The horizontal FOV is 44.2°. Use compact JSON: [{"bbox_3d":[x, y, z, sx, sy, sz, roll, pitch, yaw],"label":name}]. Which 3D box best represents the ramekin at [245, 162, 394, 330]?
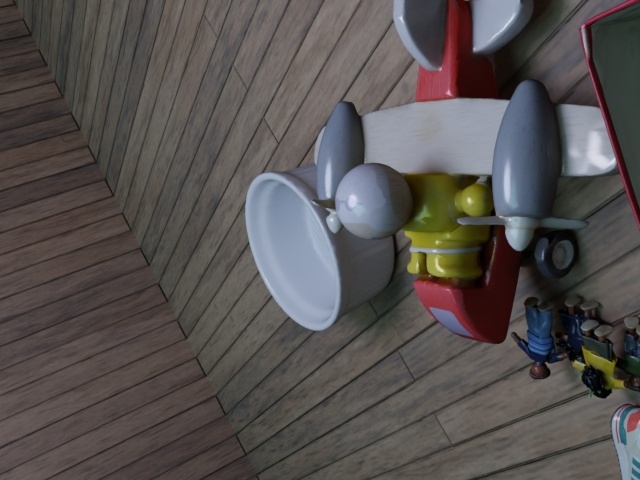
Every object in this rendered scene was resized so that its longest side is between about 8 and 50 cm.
[{"bbox_3d":[0.000,0.000,1.332,0.277,0.135,0.277,36,138,42],"label":"ramekin"}]

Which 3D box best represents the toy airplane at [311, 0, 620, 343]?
[{"bbox_3d":[0.131,-0.097,0.910,0.384,0.272,0.386,54,148,24],"label":"toy airplane"}]

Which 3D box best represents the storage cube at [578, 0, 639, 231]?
[{"bbox_3d":[0.350,-0.118,0.595,0.183,0.193,0.215,-19,89,63],"label":"storage cube"}]

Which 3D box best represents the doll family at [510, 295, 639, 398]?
[{"bbox_3d":[0.322,0.138,0.968,0.193,0.076,0.111,30,138,54],"label":"doll family"}]

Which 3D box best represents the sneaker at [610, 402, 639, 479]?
[{"bbox_3d":[0.402,0.275,0.936,0.075,0.057,0.161,-9,99,66],"label":"sneaker"}]
